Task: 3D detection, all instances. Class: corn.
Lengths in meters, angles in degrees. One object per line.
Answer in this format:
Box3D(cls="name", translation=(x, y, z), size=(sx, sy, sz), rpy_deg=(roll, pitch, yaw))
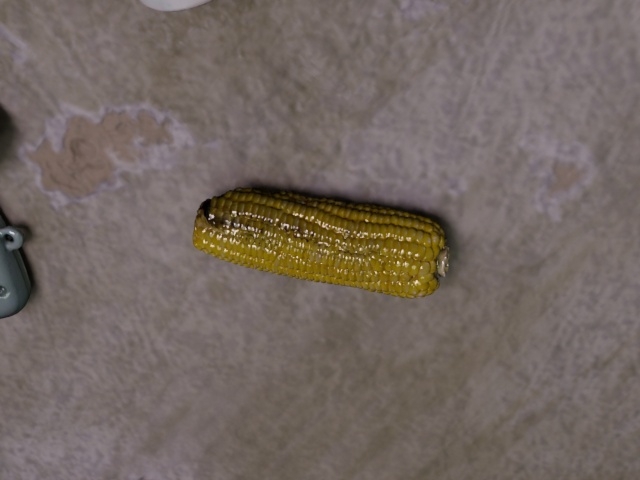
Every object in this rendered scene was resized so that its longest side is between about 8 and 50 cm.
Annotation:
Box3D(cls="corn", translation=(0.000, 0.000, 0.847), size=(0.203, 0.072, 0.072), rpy_deg=(10, 122, 7))

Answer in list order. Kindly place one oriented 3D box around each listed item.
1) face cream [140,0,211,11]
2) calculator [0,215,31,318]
Box3D(cls="face cream", translation=(-0.131, -0.283, 0.639), size=(0.092, 0.092, 0.311), rpy_deg=(-8, 138, 16))
Box3D(cls="calculator", translation=(-0.364, 0.022, 0.946), size=(0.246, 0.045, 0.141), rpy_deg=(-13, 117, 18))
